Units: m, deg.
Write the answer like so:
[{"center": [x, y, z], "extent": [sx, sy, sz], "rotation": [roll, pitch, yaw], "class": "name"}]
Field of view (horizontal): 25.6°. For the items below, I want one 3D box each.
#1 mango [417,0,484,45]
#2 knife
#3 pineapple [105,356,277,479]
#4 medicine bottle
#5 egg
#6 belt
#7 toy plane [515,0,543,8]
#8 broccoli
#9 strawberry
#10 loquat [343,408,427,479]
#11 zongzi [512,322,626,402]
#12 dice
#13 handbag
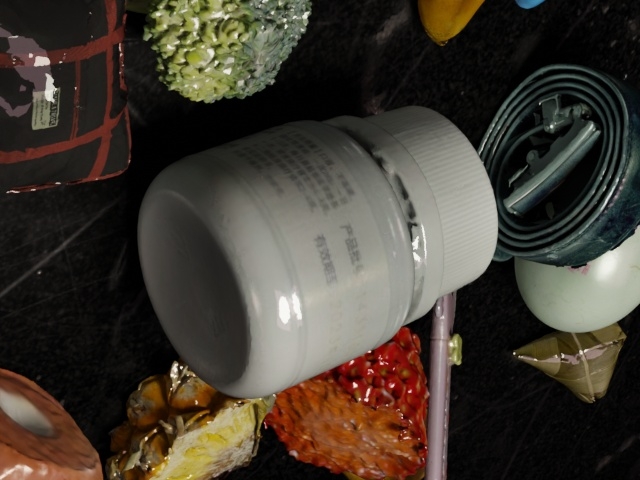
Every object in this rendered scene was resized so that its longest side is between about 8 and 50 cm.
[{"center": [0.138, -0.264, 1.455], "extent": [0.063, 0.077, 0.127], "rotation": [-1, 129, -40], "class": "mango"}, {"center": [0.148, 0.213, 1.715], "extent": [0.132, 0.038, 0.398], "rotation": [39, 54, -73], "class": "knife"}, {"center": [-0.142, 0.209, 1.583], "extent": [0.236, 0.114, 0.186], "rotation": [-46, 144, 13], "class": "pineapple"}, {"center": [0.000, 0.000, 1.410], "extent": [0.306, 0.245, 0.245], "rotation": [-21, 134, -30], "class": "medicine bottle"}, {"center": [0.352, -0.008, 1.792], "extent": [0.183, 0.183, 0.264], "rotation": [16, 102, -49], "class": "egg"}, {"center": [0.277, -0.078, 1.642], "extent": [0.116, 0.206, 0.267], "rotation": [10, 121, -44], "class": "belt"}, {"center": [0.289, -0.365, 1.498], "extent": [0.254, 0.105, 0.271], "rotation": [16, 106, -35], "class": "toy plane"}, {"center": [-0.093, -0.215, 1.200], "extent": [0.176, 0.226, 0.197], "rotation": [12, 86, -36], "class": "broccoli"}, {"center": [0.038, 0.168, 1.679], "extent": [0.234, 0.234, 0.178], "rotation": [75, 32, -47], "class": "strawberry"}, {"center": [0.080, 0.254, 1.800], "extent": [0.141, 0.141, 0.141], "rotation": [-25, 137, -27], "class": "loquat"}, {"center": [0.350, 0.190, 2.053], "extent": [0.176, 0.078, 0.160], "rotation": [-19, 134, -19], "class": "zongzi"}, {"center": [-0.333, 0.230, 1.349], "extent": [0.179, 0.175, 0.174], "rotation": [-51, 142, 10], "class": "dice"}, {"center": [-0.237, -0.140, 1.136], "extent": [0.169, 0.155, 0.215], "rotation": [-24, 134, -38], "class": "handbag"}]
